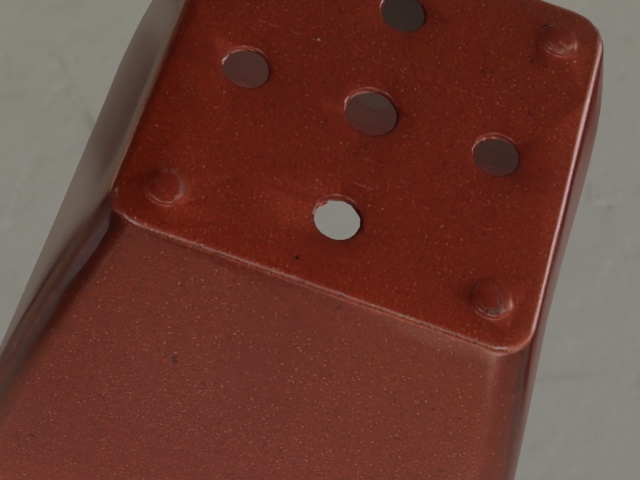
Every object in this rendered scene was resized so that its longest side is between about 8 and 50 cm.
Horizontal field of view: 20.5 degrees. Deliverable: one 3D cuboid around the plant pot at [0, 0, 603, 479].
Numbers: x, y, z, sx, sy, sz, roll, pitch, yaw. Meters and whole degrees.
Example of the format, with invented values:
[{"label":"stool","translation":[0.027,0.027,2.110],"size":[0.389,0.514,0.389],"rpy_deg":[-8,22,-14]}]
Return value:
[{"label":"plant pot","translation":[0.000,0.000,0.840],"size":[0.267,0.236,0.267],"rpy_deg":[19,-122,-2]}]
